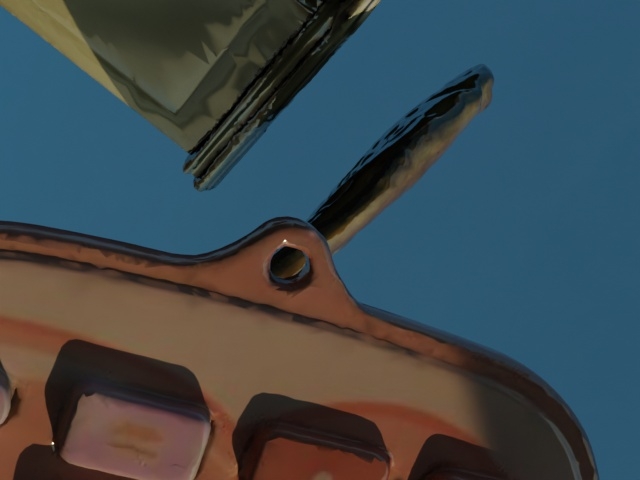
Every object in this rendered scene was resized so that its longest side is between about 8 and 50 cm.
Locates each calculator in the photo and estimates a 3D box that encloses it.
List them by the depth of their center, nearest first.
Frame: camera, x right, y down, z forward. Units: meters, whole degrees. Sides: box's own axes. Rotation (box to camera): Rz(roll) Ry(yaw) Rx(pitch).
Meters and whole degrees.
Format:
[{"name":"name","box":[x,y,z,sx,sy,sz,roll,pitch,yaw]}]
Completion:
[{"name":"calculator","box":[-0.061,0.140,0.388,0.048,0.220,0.329,-112,-138,-66]}]

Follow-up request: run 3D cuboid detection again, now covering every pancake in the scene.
[{"name":"pancake","box":[0.000,-0.001,0.867,0.031,0.250,0.250,45,-69,1]}]

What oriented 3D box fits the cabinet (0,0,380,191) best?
[{"name":"cabinet","box":[-0.077,-0.263,0.899,0.318,0.290,0.227,38,-32,-6]}]
